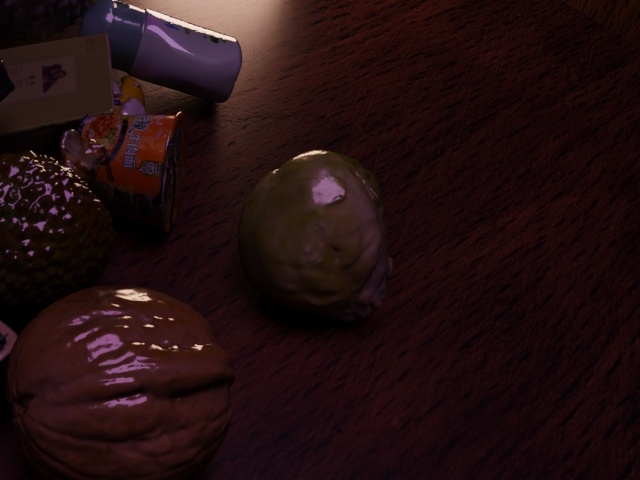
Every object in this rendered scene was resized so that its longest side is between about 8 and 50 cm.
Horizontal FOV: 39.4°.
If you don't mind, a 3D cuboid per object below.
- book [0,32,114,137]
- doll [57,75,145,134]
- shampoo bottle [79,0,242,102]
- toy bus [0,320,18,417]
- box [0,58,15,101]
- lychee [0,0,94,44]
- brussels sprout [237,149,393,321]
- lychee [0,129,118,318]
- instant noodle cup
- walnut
[{"bbox_3d":[-0.591,-0.301,1.788,0.352,0.035,0.239,-11,53,-4],"label":"book"},{"bbox_3d":[-0.482,-0.297,1.868,0.237,0.111,0.252,1,47,-19],"label":"doll"},{"bbox_3d":[-0.359,-0.426,1.987,0.349,0.151,0.222,13,29,-23],"label":"shampoo bottle"},{"bbox_3d":[-0.597,0.139,1.286,0.365,0.177,0.202,34,36,17],"label":"toy bus"},{"bbox_3d":[-0.758,-0.224,1.552,0.359,0.091,0.350,3,37,18],"label":"box"},{"bbox_3d":[-0.662,-0.615,1.927,0.432,0.380,0.380,-8,23,38],"label":"lychee"},{"bbox_3d":[-0.013,-0.003,1.627,0.273,0.317,0.242,-10,13,-7],"label":"brussels sprout"},{"bbox_3d":[-0.462,-0.019,1.448,0.320,0.270,0.270,-27,59,-37],"label":"lychee"},{"bbox_3d":[-0.357,-0.139,1.671,0.182,0.230,0.230,9,41,0],"label":"instant noodle cup"},{"bbox_3d":[-0.270,0.213,1.253,0.332,0.333,0.333,11,41,-10],"label":"walnut"}]
